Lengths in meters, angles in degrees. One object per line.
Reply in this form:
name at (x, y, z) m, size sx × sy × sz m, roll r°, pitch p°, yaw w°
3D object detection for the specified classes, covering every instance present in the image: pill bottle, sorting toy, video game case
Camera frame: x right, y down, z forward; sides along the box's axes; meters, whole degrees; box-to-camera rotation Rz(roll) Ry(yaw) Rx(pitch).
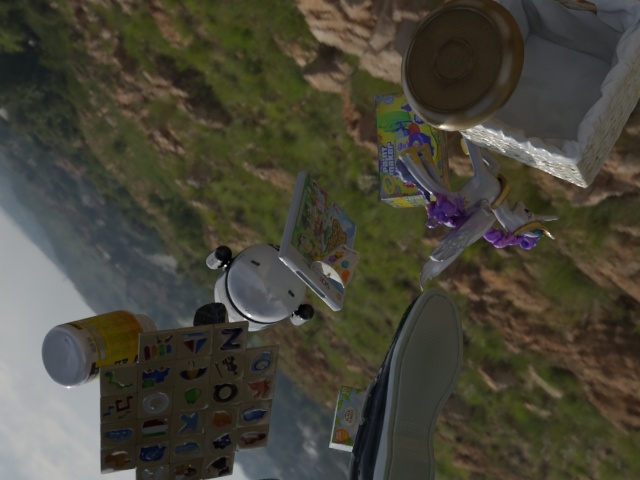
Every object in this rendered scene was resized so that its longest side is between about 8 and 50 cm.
pill bottle at (-0.405, 0.197, 1.628) m, size 0.117 × 0.117 × 0.215 m, roll 40°, pitch -156°, yaw 20°
sorting toy at (0.034, 0.036, 1.622) m, size 0.083 × 0.075 × 0.045 m, roll 27°, pitch 140°, yaw 29°
video game case at (0.000, 0.000, 1.707) m, size 0.023 × 0.212 × 0.193 m, roll -16°, pitch 135°, yaw 32°

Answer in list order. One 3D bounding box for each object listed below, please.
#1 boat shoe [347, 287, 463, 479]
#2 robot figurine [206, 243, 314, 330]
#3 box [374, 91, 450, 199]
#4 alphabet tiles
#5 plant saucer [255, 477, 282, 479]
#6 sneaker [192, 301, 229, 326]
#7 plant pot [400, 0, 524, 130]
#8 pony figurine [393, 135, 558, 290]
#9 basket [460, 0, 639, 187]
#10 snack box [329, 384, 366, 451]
boat shoe at (0.099, 0.205, 1.094) m, size 0.114 × 0.302 × 0.091 m, roll 30°, pitch 157°, yaw -28°
robot figurine at (-0.130, 0.100, 1.862) m, size 0.278 × 0.209 × 0.173 m, roll 144°, pitch 122°, yaw -69°
box at (0.266, -0.252, 2.468) m, size 0.279 × 0.177 × 0.290 m, roll 11°, pitch -104°, yaw -76°
alphabet tiles at (-0.213, 0.274, 1.410) m, size 0.011 × 0.285 × 0.342 m, roll -123°, pitch 34°, yaw -50°
plant saucer at (-0.184, 0.498, 1.228) m, size 0.100 × 0.400 × 0.400 m, roll 57°, pitch 166°, yaw -6°
sneaker at (-0.187, 0.200, 1.515) m, size 0.211 × 0.080 × 0.081 m, roll -82°, pitch -20°, yaw -54°
plant pot at (0.234, -0.308, 1.498) m, size 0.236 × 0.236 × 0.032 m, roll 36°, pitch -163°, yaw 34°
pony figurine at (0.336, -0.079, 2.035) m, size 0.363 × 0.351 × 0.303 m, roll 55°, pitch 168°, yaw 7°
basket at (0.451, -0.315, 1.729) m, size 0.328 × 0.331 × 0.266 m, roll 28°, pitch 179°, yaw 28°
snack box at (0.092, 0.305, 1.443) m, size 0.141 × 0.100 × 0.037 m, roll 12°, pitch 151°, yaw -2°
